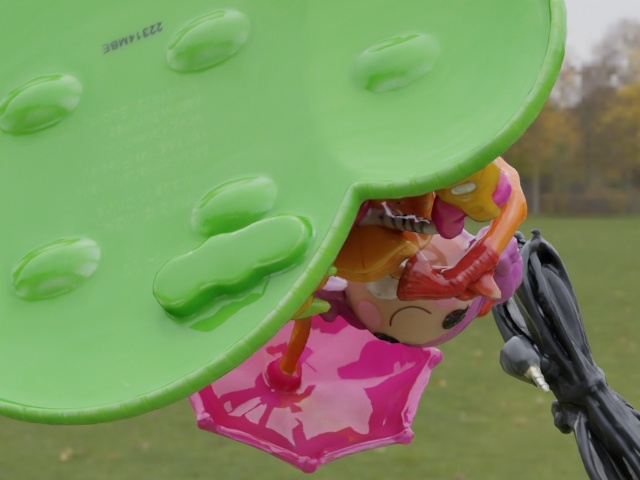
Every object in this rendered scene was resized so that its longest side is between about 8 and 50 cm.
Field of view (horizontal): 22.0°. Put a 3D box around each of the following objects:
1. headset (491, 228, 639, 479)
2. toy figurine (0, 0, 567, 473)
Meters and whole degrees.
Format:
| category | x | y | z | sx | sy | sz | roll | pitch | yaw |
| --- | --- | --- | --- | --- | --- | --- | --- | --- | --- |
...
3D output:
| category | x | y | z | sx | sy | sz | roll | pitch | yaw |
| --- | --- | --- | --- | --- | --- | --- | --- | --- | --- |
| headset | 0.256 | -0.019 | 0.583 | 0.394 | 0.185 | 0.243 | -35 | -15 | 18 |
| toy figurine | 0.000 | 0.000 | 0.434 | 0.173 | 0.130 | 0.159 | -20 | -28 | 15 |
